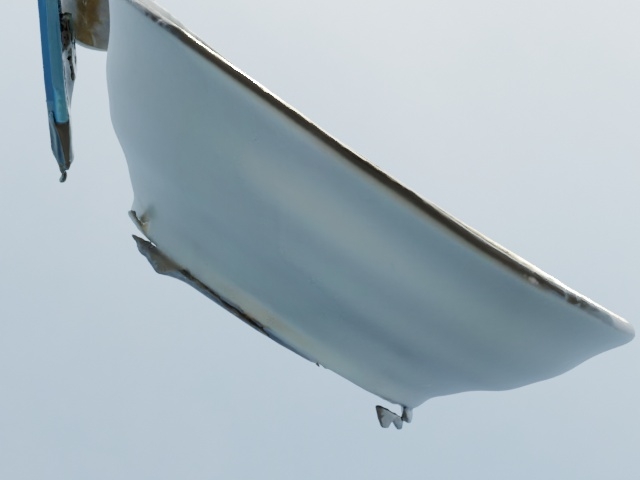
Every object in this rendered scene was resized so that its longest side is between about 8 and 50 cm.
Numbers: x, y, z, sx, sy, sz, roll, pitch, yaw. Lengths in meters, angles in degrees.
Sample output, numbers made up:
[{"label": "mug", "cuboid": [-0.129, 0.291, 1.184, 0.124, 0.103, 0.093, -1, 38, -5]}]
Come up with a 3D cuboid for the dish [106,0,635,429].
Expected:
[{"label": "dish", "cuboid": [0.000, 0.000, 0.965, 0.316, 0.316, 0.106, 34, -86, -5]}]

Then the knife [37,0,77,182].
[{"label": "knife", "cuboid": [-0.191, -0.182, 1.384, 0.026, 0.296, 0.044, 0, -152, 2]}]

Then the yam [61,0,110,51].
[{"label": "yam", "cuboid": [-0.097, -0.267, 1.352, 0.081, 0.356, 0.081, 18, -139, -16]}]
